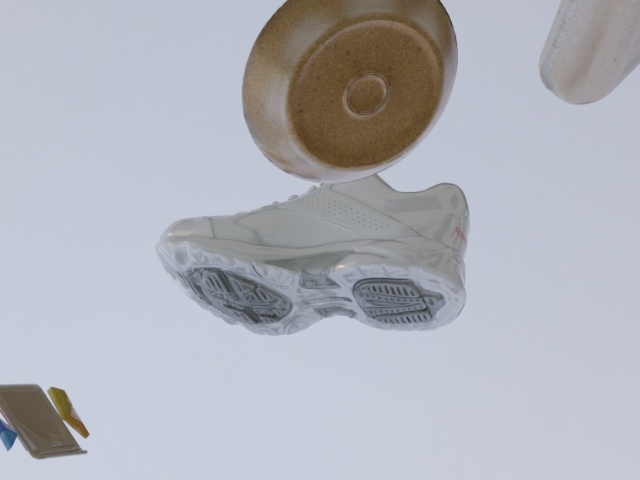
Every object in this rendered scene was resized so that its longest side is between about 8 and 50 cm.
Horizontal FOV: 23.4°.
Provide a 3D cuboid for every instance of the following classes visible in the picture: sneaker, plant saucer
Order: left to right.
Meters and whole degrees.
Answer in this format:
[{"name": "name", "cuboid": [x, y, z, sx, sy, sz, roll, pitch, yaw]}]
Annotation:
[{"name": "sneaker", "cuboid": [0.000, 0.000, 1.068, 0.232, 0.090, 0.115, 3, -129, 22]}, {"name": "plant saucer", "cuboid": [0.014, -0.054, 0.546, 0.083, 0.083, 0.015, -1, -151, -24]}]

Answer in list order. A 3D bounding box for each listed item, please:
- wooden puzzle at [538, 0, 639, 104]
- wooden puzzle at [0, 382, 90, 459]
[{"name": "wooden puzzle", "cuboid": [0.260, -0.276, 0.904, 0.080, 0.322, 0.348, 39, -127, 19]}, {"name": "wooden puzzle", "cuboid": [-0.206, 0.131, 1.118, 0.078, 0.014, 0.116, 50, -167, 25]}]
